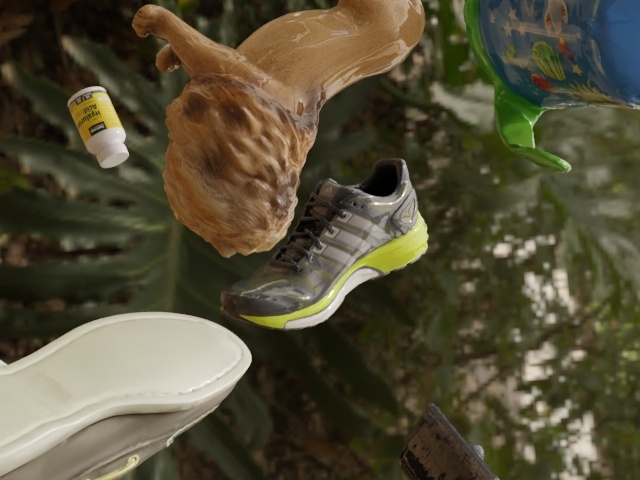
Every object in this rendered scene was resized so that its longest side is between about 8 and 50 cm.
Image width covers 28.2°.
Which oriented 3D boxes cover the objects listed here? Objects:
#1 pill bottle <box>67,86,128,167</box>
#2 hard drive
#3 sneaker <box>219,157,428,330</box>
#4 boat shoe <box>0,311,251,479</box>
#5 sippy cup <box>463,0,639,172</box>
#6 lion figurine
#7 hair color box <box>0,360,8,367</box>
[{"bbox_3d":[-0.338,-0.173,1.957,0.116,0.065,0.065,63,15,14],"label":"pill bottle"},{"bbox_3d":[0.149,0.229,0.807,0.255,0.054,0.172,50,-1,-13],"label":"hard drive"},{"bbox_3d":[0.000,0.000,1.418,0.300,0.111,0.121,-32,124,-38],"label":"sneaker"},{"bbox_3d":[-0.177,0.133,0.946,0.305,0.109,0.091,-17,134,-47],"label":"boat shoe"},{"bbox_3d":[0.295,-0.233,1.301,0.224,0.240,0.306,-135,-145,-67],"label":"sippy cup"},{"bbox_3d":[-0.016,-0.173,1.222,0.392,0.240,0.142,-42,157,-12],"label":"lion figurine"},{"bbox_3d":[-0.409,0.187,1.539,0.167,0.053,0.093,47,23,-52],"label":"hair color box"}]
